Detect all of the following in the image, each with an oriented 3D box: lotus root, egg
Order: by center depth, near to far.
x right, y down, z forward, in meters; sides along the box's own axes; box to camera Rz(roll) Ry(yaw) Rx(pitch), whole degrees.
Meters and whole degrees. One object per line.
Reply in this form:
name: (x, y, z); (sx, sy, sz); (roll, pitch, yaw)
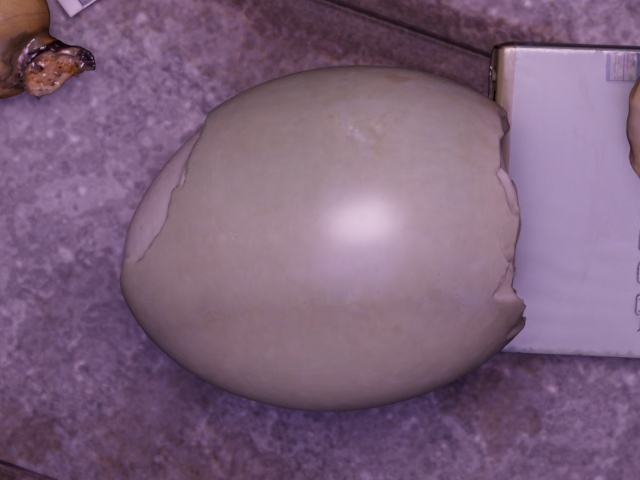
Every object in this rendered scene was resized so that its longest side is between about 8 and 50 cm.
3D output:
egg: (0.000, 0.000, 1.608); (0.336, 0.278, 0.278); (-5, 102, 10)
lotus root: (-0.294, -0.181, 1.672); (0.221, 0.125, 0.118); (32, 77, 3)

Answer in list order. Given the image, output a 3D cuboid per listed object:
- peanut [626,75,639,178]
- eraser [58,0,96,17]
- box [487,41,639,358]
peanut: (0.401, -0.106, 1.595); (0.313, 0.152, 0.152); (-9, 102, -13)
eraser: (-0.178, -0.245, 1.694); (0.122, 0.029, 0.052); (-33, 98, 11)
box: (0.242, -0.034, 1.696); (0.211, 0.045, 0.270); (1, 102, 4)
